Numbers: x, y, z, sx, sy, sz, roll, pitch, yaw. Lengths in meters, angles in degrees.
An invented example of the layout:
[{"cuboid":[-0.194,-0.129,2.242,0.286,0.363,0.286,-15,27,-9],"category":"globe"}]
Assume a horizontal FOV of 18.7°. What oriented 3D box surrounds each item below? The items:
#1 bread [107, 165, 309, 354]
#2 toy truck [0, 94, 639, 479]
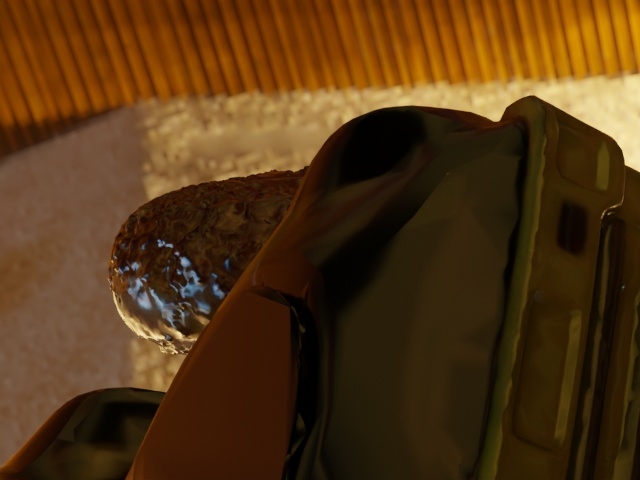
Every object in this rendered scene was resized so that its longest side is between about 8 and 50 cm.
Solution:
[{"cuboid":[0.000,0.000,0.799,0.193,0.064,0.193,-10,-174,1],"category":"bread"},{"cuboid":[0.021,0.134,0.586,0.254,0.405,0.181,21,-122,-17],"category":"toy truck"}]
